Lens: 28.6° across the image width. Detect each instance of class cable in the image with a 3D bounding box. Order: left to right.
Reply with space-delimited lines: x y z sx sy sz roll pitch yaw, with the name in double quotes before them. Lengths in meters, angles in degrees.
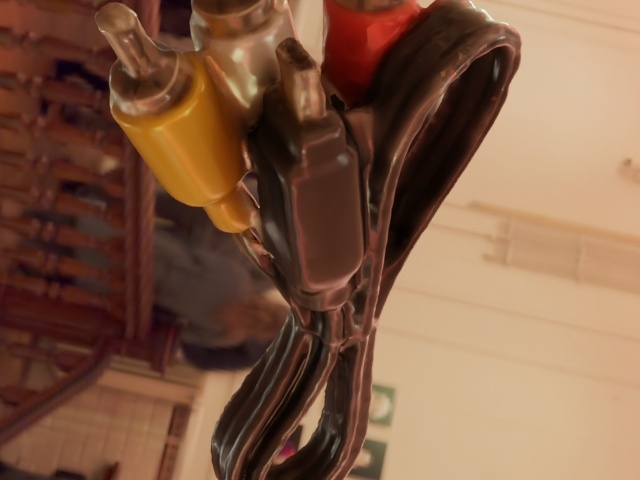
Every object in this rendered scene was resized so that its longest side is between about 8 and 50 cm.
"cable" 0.000 0.000 0.486 0.072 0.139 0.287 52 -22 33
